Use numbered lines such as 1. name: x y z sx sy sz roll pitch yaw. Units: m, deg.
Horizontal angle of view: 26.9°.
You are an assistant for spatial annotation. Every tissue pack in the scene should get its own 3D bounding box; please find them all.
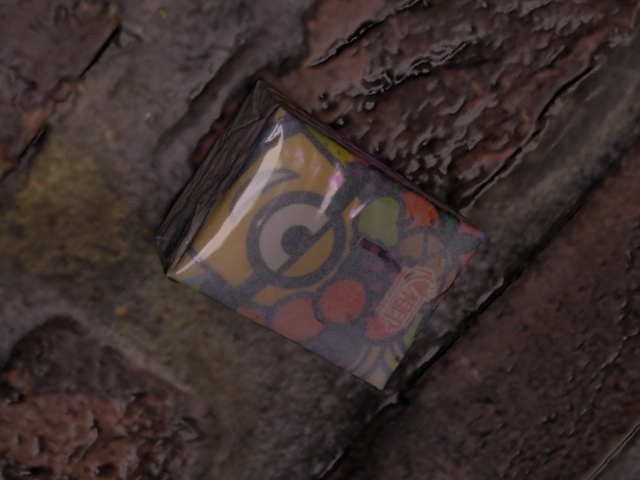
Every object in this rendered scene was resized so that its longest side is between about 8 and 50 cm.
1. tissue pack: 0.000 0.000 0.727 0.148 0.060 0.109 31 99 -24
